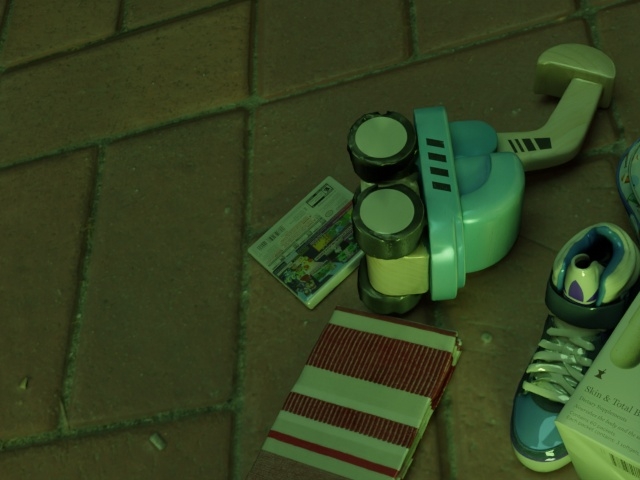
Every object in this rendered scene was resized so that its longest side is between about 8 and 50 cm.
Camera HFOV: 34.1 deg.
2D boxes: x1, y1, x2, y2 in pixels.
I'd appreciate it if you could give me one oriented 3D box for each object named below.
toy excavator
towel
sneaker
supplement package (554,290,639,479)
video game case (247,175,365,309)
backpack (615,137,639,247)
[{"bbox_3d":[0.267,-0.112,1.651,0.445,0.222,0.433,-3,55,2],"label":"toy excavator"},{"bbox_3d":[0.052,0.259,1.567,0.237,0.037,0.329,11,60,33],"label":"towel"},{"bbox_3d":[0.331,0.126,1.398,0.130,0.236,0.323,21,67,35],"label":"sneaker"},{"bbox_3d":[0.461,0.205,1.306,0.199,0.198,0.263,25,69,37],"label":"supplement package"},{"bbox_3d":[0.000,0.000,1.788,0.201,0.023,0.183,-42,50,-10],"label":"video game case"},{"bbox_3d":[0.545,-0.066,1.473,0.276,0.213,0.263,-25,39,10],"label":"backpack"}]
